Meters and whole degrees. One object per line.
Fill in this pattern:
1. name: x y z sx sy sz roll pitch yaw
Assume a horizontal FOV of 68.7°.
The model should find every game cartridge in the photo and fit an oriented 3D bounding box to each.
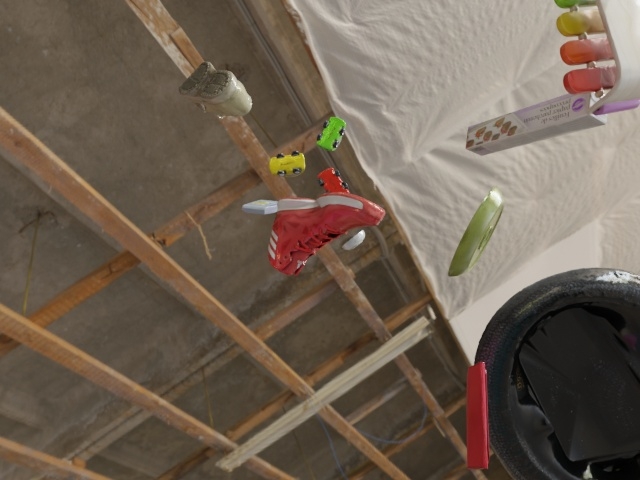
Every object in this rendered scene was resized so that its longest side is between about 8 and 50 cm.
1. game cartridge: -0.107 -0.065 0.902 0.083 0.056 0.017 -34 -48 -67

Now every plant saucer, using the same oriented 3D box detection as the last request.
1. plant saucer: 0.377 -0.012 1.110 0.241 0.037 0.240 -46 -26 -31

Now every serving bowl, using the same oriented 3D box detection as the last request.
1. serving bowl: 0.105 0.004 1.423 0.083 0.083 0.027 -38 -93 -3

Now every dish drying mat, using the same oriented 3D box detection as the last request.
1. dish drying mat: 0.132 0.147 0.395 0.008 0.083 0.032 11 -28 -6

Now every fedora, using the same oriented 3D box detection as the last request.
1. fedora: 0.361 0.191 0.643 0.335 0.152 0.333 1 -82 9

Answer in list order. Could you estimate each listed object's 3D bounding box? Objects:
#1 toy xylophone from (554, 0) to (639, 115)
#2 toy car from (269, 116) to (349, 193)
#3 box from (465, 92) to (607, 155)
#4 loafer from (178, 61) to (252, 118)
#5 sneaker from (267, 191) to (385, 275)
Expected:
1. toy xylophone: 0.508 -0.378 0.802 0.237 0.081 0.322 -6 -96 -20
2. toy car: 0.005 -0.233 1.287 0.224 0.239 0.053 -62 -12 -10
3. box: 0.474 -0.261 1.067 0.067 0.324 0.062 13 -99 -27
4. loafer: -0.233 -0.321 1.030 0.102 0.268 0.092 -47 -52 -1
5. sneaker: 0.000 0.000 0.727 0.087 0.221 0.127 24 -104 -36
